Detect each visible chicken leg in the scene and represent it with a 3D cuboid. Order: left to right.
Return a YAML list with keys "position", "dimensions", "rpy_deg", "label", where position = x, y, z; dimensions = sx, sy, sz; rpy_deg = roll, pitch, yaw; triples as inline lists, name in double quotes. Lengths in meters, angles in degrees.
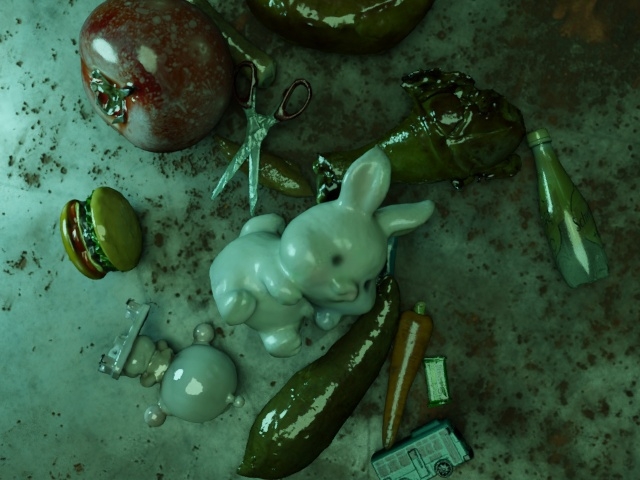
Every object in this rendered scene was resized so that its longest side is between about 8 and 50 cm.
- position: [0.159, -0.175, 1.652]
  dimensions: [0.361, 0.140, 0.211]
  rpy_deg: [-8, 98, 3]
  label: "chicken leg"

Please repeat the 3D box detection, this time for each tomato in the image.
- position: [-0.263, -0.281, 1.645]
  dimensions: [0.227, 0.270, 0.270]
  rpy_deg: [-34, 86, -29]
  label: "tomato"

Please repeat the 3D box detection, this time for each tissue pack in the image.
- position: [0.090, 0.040, 1.718]
  dimensions: [0.085, 0.028, 0.138]
  rpy_deg: [5, 94, 6]
  label: "tissue pack"

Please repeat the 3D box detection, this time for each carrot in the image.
- position: [0.141, 0.228, 1.686]
  dimensions: [0.061, 0.061, 0.256]
  rpy_deg: [13, 85, 6]
  label: "carrot"

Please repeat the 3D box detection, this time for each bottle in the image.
- position: [0.401, -0.056, 1.652]
  dimensions: [0.083, 0.083, 0.269]
  rpy_deg: [-19, 87, 6]
  label: "bottle"

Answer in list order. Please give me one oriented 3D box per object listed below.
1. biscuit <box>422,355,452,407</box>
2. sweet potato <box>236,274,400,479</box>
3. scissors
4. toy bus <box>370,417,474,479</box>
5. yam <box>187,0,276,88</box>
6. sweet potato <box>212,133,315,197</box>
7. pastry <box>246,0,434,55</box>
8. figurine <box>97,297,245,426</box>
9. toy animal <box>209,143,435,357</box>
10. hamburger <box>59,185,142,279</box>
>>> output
- position: [0.200, 0.242, 1.711]
  dimensions: [0.046, 0.016, 0.089]
  rpy_deg: [-8, 89, 8]
  label: "biscuit"
- position: [0.015, 0.245, 1.679]
  dimensions: [0.130, 0.130, 0.422]
  rpy_deg: [40, 93, 5]
  label: "sweet potato"
- position: [-0.113, -0.171, 1.691]
  dimensions: [0.144, 0.017, 0.247]
  rpy_deg: [20, 97, 12]
  label: "scissors"
- position: [0.171, 0.364, 1.684]
  dimensions: [0.160, 0.079, 0.091]
  rpy_deg: [-27, 85, 8]
  label: "toy bus"
- position: [-0.194, -0.378, 1.731]
  dimensions: [0.300, 0.066, 0.066]
  rpy_deg: [44, 95, 3]
  label: "yam"
- position: [-0.098, -0.128, 1.725]
  dimensions: [0.206, 0.060, 0.068]
  rpy_deg: [27, 57, 1]
  label: "sweet potato"
- position: [0.031, -0.468, 1.659]
  dimensions: [0.356, 0.164, 0.355]
  rpy_deg: [-1, 84, 7]
  label: "pastry"
- position: [-0.243, 0.218, 1.709]
  dimensions: [0.257, 0.182, 0.144]
  rpy_deg: [24, 135, 0]
  label: "figurine"
- position: [-0.001, 0.009, 1.611]
  dimensions: [0.368, 0.196, 0.241]
  rpy_deg: [-29, 48, 24]
  label: "toy animal"
- position: [-0.375, -0.012, 1.710]
  dimensions: [0.115, 0.162, 0.162]
  rpy_deg: [-17, 88, 11]
  label: "hamburger"
